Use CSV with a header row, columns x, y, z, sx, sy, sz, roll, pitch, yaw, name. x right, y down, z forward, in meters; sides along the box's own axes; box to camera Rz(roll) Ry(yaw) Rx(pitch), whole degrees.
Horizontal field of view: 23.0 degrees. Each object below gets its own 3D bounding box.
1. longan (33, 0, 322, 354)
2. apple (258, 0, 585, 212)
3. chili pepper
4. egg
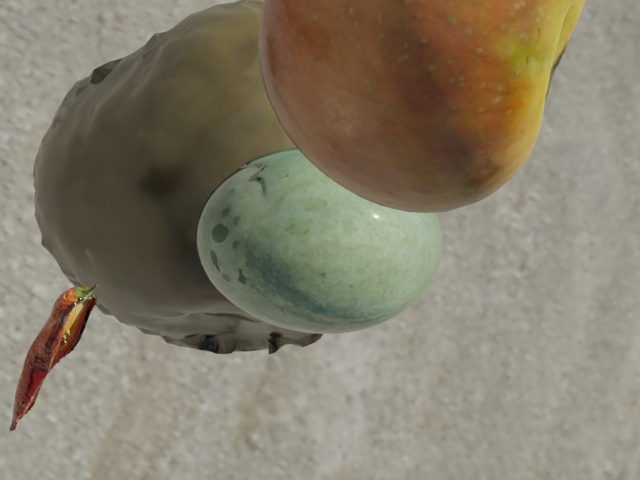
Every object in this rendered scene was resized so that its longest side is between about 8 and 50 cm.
x,y,z,sx,sy,sz,roll,pitch,yaw,name
-0.094,-0.058,1.803,0.436,0.404,0.404,-32,150,14,longan
0.054,-0.137,0.846,0.210,0.173,0.234,64,44,-80,apple
-0.243,0.101,1.404,0.045,0.027,0.178,-24,147,-60,chili pepper
0.000,0.000,1.426,0.236,0.169,0.169,8,107,-32,egg
